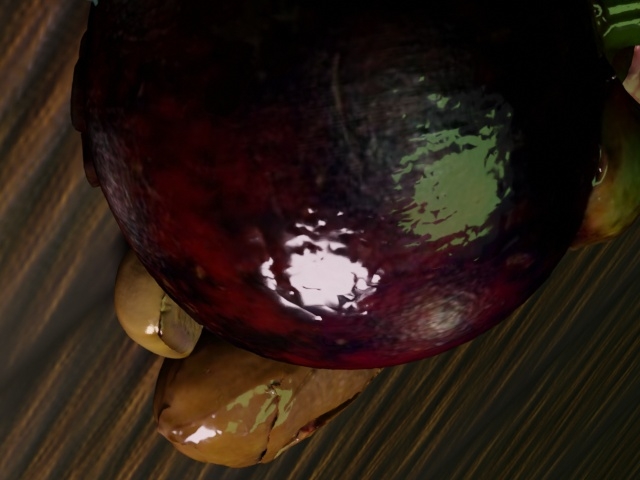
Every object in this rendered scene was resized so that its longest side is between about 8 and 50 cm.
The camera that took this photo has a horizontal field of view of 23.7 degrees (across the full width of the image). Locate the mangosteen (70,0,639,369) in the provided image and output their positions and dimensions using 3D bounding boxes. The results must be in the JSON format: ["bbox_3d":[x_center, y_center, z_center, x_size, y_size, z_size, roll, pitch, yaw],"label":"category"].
[{"bbox_3d":[0.047,-0.086,0.813,0.359,0.306,0.306,-6,153,10],"label":"mangosteen"}]

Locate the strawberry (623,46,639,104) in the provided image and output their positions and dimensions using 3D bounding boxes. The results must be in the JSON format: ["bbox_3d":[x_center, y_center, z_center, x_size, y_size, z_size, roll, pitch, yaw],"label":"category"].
[{"bbox_3d":[0.167,-0.081,1.204,0.336,0.149,0.265,-40,154,-13],"label":"strawberry"}]

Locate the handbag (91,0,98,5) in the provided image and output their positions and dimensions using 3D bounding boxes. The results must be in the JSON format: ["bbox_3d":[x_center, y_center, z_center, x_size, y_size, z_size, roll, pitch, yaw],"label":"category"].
[{"bbox_3d":[-0.036,-0.231,0.608,0.269,0.100,0.274,-51,-174,-14],"label":"handbag"}]

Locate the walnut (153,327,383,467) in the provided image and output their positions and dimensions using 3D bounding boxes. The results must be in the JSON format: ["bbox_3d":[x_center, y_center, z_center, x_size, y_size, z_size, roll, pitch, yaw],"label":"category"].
[{"bbox_3d":[-0.032,0.090,1.166,0.245,0.137,0.137,-34,151,-43],"label":"walnut"}]

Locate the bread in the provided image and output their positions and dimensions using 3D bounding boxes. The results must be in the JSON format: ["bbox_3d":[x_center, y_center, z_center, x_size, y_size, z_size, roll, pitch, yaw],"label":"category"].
[{"bbox_3d":[-0.110,0.036,1.049,0.115,0.056,0.082,44,63,-77],"label":"bread"}]
